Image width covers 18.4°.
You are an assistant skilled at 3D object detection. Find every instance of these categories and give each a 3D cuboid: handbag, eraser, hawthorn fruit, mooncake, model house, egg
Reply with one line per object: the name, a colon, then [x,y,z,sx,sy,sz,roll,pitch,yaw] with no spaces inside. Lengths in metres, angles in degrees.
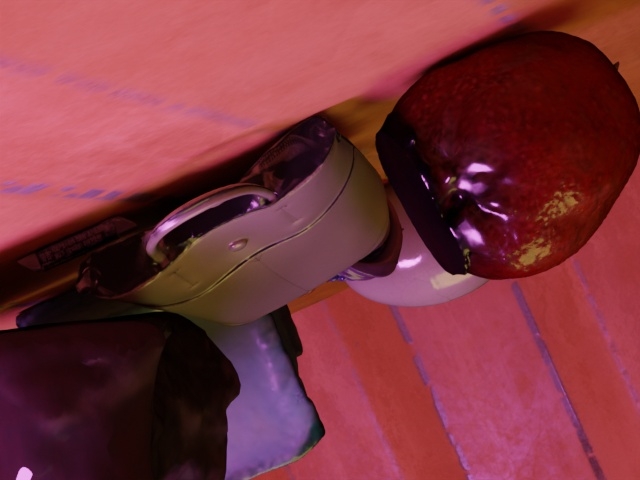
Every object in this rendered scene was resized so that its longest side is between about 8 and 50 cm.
handbag: [-0.072,-0.022,1.599,0.241,0.109,0.315,-32,163,10]
eraser: [-0.193,0.004,1.577,0.099,0.019,0.027,-25,176,-3]
hawthorn fruit: [0.165,-0.074,1.557,0.251,0.189,0.189,-29,179,-37]
mooncake: [-0.253,0.167,1.643,0.350,0.212,0.381,0,179,22]
model house: [-0.164,0.115,1.992,0.280,0.230,0.249,-22,-160,-1]
egg: [0.118,-0.001,2.222,0.209,0.151,0.151,-22,176,18]

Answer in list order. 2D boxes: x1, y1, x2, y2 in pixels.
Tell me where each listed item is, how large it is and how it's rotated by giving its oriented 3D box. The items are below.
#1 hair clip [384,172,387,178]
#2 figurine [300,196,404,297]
hair clip: [0.104,-0.090,1.808,0.072,0.046,0.173,-19,172,-19]
figurine: [-0.005,-0.006,1.825,0.157,0.114,0.126,-14,-138,49]
